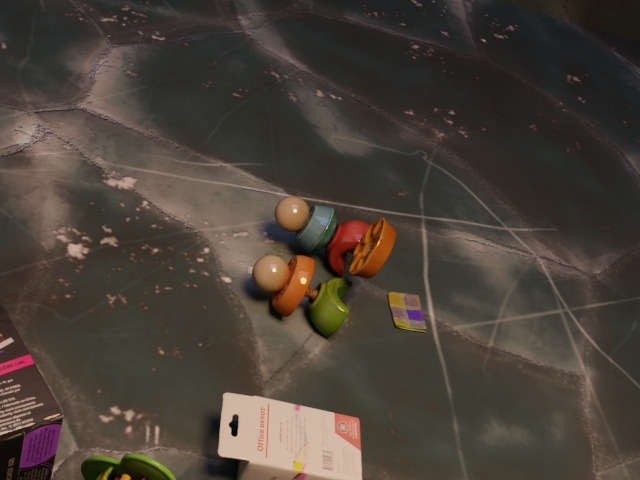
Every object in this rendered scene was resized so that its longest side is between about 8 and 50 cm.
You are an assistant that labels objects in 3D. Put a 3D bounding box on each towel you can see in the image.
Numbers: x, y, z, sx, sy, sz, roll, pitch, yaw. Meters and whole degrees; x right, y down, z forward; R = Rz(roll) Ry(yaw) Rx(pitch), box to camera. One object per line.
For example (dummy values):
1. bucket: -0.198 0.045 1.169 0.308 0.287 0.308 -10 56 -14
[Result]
1. towel: 0.146 0.119 1.717 0.060 0.009 0.083 11 39 -15

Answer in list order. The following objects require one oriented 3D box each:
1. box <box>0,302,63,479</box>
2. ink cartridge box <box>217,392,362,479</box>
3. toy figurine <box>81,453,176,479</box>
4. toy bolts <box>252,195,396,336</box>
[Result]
1. box: -0.440 0.182 1.237 0.143 0.165 0.270 -13 49 -36
2. ink cartridge box: -0.048 0.285 1.384 0.198 0.067 0.115 15 38 -12
3. toy figurine: -0.248 0.343 1.165 0.130 0.173 0.159 36 51 -10
4. toy bolts: 0.000 0.000 1.636 0.158 0.218 0.228 29 29 -13
